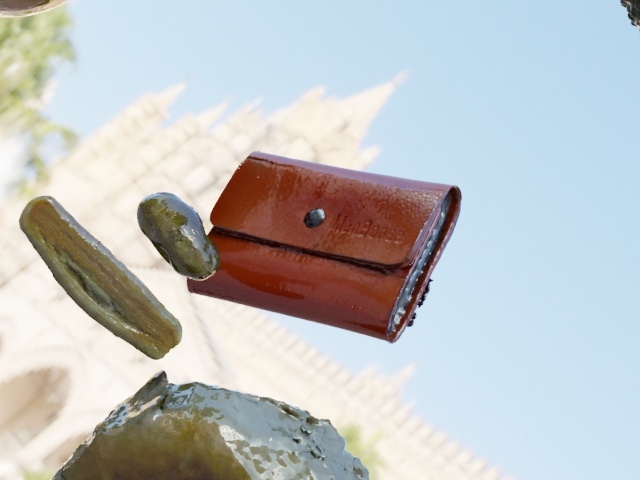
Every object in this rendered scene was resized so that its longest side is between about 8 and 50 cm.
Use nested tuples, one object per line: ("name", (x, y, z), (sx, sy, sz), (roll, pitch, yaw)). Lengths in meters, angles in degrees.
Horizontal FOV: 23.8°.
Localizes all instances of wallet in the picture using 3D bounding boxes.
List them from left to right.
("wallet", (0.000, 0.000, 1.234), (0.204, 0.142, 0.045), (12, -27, 33))

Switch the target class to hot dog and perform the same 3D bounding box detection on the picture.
("hot dog", (-0.149, 0.026, 1.010), (0.137, 0.044, 0.028), (44, 1, -15))

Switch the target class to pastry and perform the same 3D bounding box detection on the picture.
("pastry", (-0.085, 0.220, 1.067), (0.236, 0.257, 0.121), (41, 22, -8))

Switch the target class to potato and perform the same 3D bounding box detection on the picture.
("potato", (-0.111, -0.005, 1.184), (0.092, 0.045, 0.046), (53, -17, 28))

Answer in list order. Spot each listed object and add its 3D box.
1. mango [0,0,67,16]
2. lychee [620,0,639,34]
("mango", (-0.305, -0.349, 1.388), (0.378, 0.221, 0.264), (48, -47, 51))
("lychee", (0.375, -0.268, 1.547), (0.171, 0.171, 0.171), (44, -19, 19))
